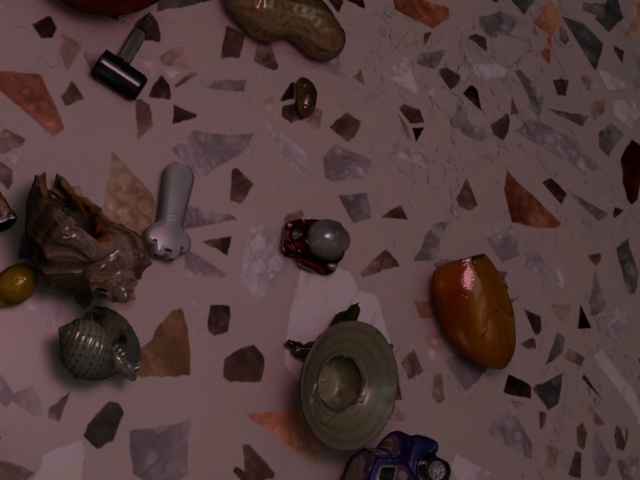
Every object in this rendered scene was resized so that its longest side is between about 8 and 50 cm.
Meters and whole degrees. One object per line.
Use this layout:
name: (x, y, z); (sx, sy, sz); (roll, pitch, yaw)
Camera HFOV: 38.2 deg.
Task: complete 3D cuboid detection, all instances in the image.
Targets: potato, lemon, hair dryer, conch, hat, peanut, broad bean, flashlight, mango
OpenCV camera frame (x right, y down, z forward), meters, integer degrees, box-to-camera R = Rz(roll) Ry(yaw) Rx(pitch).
potato: (-0.029, -0.310, 1.998); (0.046, 0.045, 0.092); (-5, 72, 6)
lemon: (-0.524, 0.077, 1.588); (0.065, 0.065, 0.092); (42, 74, -13)
hair dryer: (-0.369, -0.375, 1.824); (0.100, 0.057, 0.198); (32, 57, -20)
conch: (-0.391, 0.183, 1.611); (0.153, 0.102, 0.135); (54, 38, -45)
hat: (0.029, 0.278, 1.817); (0.252, 0.110, 0.252); (2, 87, -38)
peanut: (-0.073, -0.477, 1.981); (0.298, 0.120, 0.136); (19, 91, -25)
broad bean: (0.019, 0.190, 1.877); (0.195, 0.046, 0.061); (-26, 92, -31)
flashlight: (-0.286, -0.058, 1.776); (0.093, 0.047, 0.201); (17, 65, -25)
conch: (-0.428, 0.012, 1.607); (0.291, 0.159, 0.210); (39, 13, 26)
mango: (0.341, 0.164, 2.019); (0.187, 0.138, 0.257); (-12, 85, -50)

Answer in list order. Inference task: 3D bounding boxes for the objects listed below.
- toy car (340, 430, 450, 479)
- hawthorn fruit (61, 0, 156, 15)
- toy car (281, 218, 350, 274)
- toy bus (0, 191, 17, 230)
toy car: (0.127, 0.471, 1.778); (0.158, 0.172, 0.235); (31, 64, -18)
hawthorn fruit: (-0.390, -0.548, 1.747); (0.284, 0.284, 0.284); (9, 71, -27)
toy car: (0.000, 0.000, 1.882); (0.139, 0.112, 0.112); (16, 68, -26)
toy bus: (-0.616, -0.033, 1.553); (0.182, 0.091, 0.103); (-26, 90, -31)
